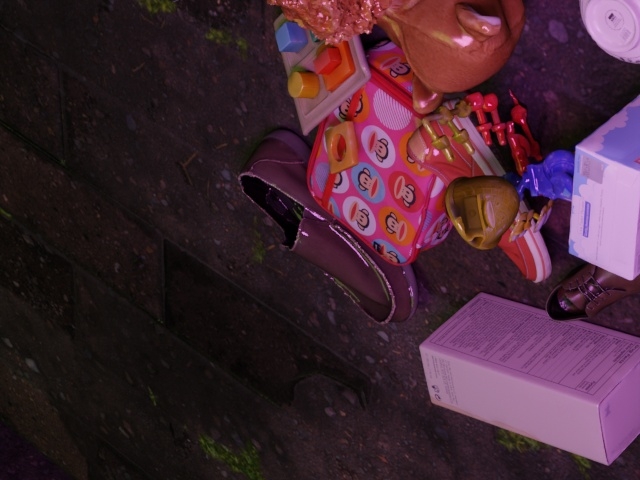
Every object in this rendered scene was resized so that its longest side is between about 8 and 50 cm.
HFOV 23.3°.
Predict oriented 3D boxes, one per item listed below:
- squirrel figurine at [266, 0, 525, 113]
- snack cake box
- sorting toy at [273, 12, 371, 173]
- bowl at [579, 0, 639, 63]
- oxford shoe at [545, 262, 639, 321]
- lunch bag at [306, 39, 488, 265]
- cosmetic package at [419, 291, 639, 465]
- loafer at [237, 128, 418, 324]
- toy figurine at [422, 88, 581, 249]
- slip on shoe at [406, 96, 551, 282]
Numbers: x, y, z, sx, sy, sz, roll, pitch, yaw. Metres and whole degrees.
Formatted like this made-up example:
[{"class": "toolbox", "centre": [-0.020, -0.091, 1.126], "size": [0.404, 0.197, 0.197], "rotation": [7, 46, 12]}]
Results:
[{"class": "squirrel figurine", "centre": [0.053, -0.326, 1.841], "size": [0.370, 0.397, 0.281], "rotation": [60, 139, 11]}, {"class": "snack cake box", "centre": [0.393, -0.092, 1.765], "size": [0.089, 0.264, 0.152], "rotation": [26, 136, 33]}, {"class": "sorting toy", "centre": [-0.010, -0.262, 2.140], "size": [0.196, 0.047, 0.348], "rotation": [-40, 60, 53]}, {"class": "bowl", "centre": [0.361, -0.269, 1.815], "size": [0.170, 0.080, 0.170], "rotation": [30, 139, 30]}, {"class": "oxford shoe", "centre": [0.378, 0.057, 2.057], "size": [0.083, 0.096, 0.227], "rotation": [51, 143, 6]}, {"class": "lunch bag", "centre": [0.092, -0.135, 2.211], "size": [0.258, 0.120, 0.293], "rotation": [41, 141, 23]}, {"class": "cosmetic package", "centre": [0.311, 0.188, 2.191], "size": [0.309, 0.160, 0.113], "rotation": [18, 133, 41]}, {"class": "loafer", "centre": [0.000, 0.000, 2.409], "size": [0.366, 0.130, 0.134], "rotation": [48, 145, 8]}, {"class": "toy figurine", "centre": [0.298, -0.112, 1.877], "size": [0.217, 0.362, 0.191], "rotation": [-15, 91, 26]}, {"class": "slip on shoe", "centre": [0.215, -0.054, 2.064], "size": [0.331, 0.101, 0.123], "rotation": [50, -165, -41]}]
